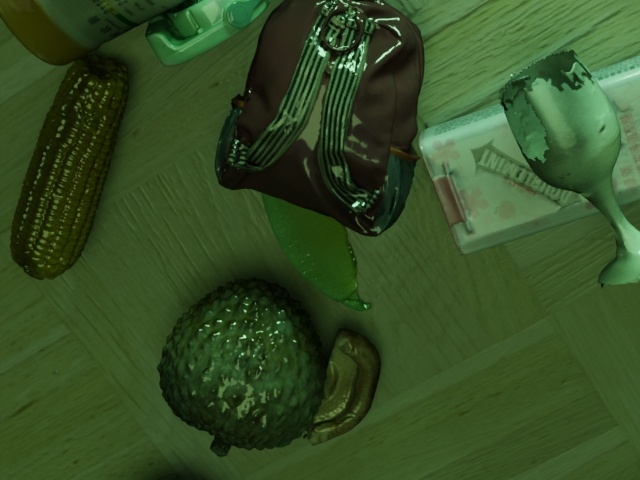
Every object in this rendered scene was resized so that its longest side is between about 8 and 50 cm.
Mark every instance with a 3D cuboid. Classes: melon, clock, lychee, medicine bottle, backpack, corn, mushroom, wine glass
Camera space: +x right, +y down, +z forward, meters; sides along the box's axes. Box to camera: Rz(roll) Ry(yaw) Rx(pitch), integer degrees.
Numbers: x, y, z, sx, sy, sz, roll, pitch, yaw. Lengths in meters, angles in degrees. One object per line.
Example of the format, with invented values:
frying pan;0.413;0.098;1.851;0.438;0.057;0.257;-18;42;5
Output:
melon;0.001;0.001;2.082;0.114;0.053;0.262;-31;108;-1
clock;-0.138;-0.326;1.906;0.211;0.159;0.066;-28;113;11
lychee;-0.114;0.192;2.067;0.255;0.255;0.274;12;88;3
medicine bottle;-0.313;-0.387;1.861;0.232;0.238;0.238;-23;106;15
backpack;0.014;-0.189;1.912;0.283;0.197;0.317;19;109;8
corn;-0.372;-0.104;2.046;0.120;0.120;0.363;23;109;-1
mushroom;0.039;0.227;2.137;0.094;0.072;0.210;16;116;4
wine glass;0.358;-0.092;1.825;0.143;0.143;0.321;-30;101;18

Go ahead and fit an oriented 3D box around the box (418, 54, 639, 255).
box;0.341;-0.125;1.943;0.369;0.112;0.190;-18;108;12
